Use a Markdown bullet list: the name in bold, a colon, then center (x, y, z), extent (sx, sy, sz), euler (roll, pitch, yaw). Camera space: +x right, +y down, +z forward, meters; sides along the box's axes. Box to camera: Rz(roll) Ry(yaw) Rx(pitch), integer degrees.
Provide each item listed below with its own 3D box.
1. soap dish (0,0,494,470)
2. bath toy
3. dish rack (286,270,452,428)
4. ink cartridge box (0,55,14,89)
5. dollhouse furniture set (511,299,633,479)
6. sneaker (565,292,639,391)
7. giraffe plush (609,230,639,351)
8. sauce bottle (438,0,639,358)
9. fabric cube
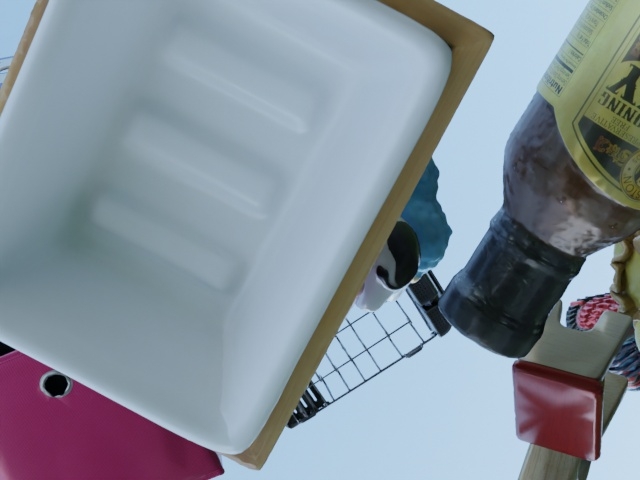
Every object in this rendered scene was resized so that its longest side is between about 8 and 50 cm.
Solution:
- **soap dish**: center (-0.069, -0.045, 0.713), extent (0.229, 0.291, 0.118), euler (28, -161, 1)
- **bath toy**: center (0.000, 0.000, 1.143), extent (0.151, 0.129, 0.348), euler (35, -150, 18)
- **dish rack**: center (0.010, 0.090, 1.509), extent (0.208, 0.271, 0.074), euler (57, 180, -12)
- **ink cartridge box**: center (-0.276, -0.059, 1.018), extent (0.371, 0.176, 0.069), euler (-76, -25, -56)
- **dollhouse furniture set**: center (0.245, 0.227, 0.977), extent (0.374, 0.201, 0.152), euler (76, -147, -50)
- **sneaker**: center (0.379, 0.123, 1.502), extent (0.262, 0.104, 0.125), euler (-9, -86, -54)
- **giraffe plush**: center (0.294, 0.035, 0.982), extent (0.210, 0.181, 0.170), euler (-43, -65, -27)
- **sauce bottle**: center (0.190, -0.080, 0.781), extent (0.111, 0.344, 0.111), euler (25, -160, -10)
- **fabric cube**: center (-0.284, 0.166, 1.536), extent (0.259, 0.254, 0.258), euler (-104, -9, -65)
